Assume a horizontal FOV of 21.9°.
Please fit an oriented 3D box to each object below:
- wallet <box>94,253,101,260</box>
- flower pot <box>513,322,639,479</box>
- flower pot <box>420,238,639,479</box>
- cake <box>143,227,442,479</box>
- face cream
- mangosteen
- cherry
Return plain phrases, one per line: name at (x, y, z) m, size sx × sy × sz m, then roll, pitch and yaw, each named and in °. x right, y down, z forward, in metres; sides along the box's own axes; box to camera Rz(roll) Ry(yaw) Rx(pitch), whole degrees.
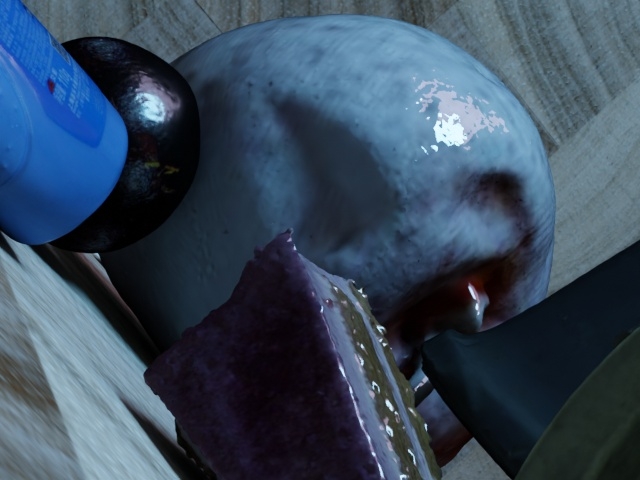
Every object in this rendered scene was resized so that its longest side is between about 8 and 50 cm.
wallet at (-0.171, 0.029, 1.427) m, size 0.044 × 0.011 × 0.083 m, roll 47°, pitch -3°, yaw 10°
flower pot at (0.206, 0.158, 0.453) m, size 0.290 × 0.290 × 0.259 m, roll 45°, pitch -1°, yaw 43°
flower pot at (0.270, 0.102, 0.869) m, size 0.379 × 0.251 × 0.379 m, roll 42°, pitch 4°, yaw -4°
cake at (0.013, 0.136, 0.718) m, size 0.116 × 0.112 × 0.295 m, roll 49°, pitch 10°, yaw -52°
face cream at (-0.200, -0.114, 0.790) m, size 0.264 × 0.083 × 0.149 m, roll 50°, pitch 11°, yaw -32°
mangosteen at (-0.148, -0.057, 0.972) m, size 0.151 × 0.137 × 0.137 m, roll 5°, pitch 29°, yaw -41°
cherry at (0.001, -0.009, 1.110) m, size 0.335 × 0.291 × 0.326 m, roll 49°, pitch -31°, yaw 17°
